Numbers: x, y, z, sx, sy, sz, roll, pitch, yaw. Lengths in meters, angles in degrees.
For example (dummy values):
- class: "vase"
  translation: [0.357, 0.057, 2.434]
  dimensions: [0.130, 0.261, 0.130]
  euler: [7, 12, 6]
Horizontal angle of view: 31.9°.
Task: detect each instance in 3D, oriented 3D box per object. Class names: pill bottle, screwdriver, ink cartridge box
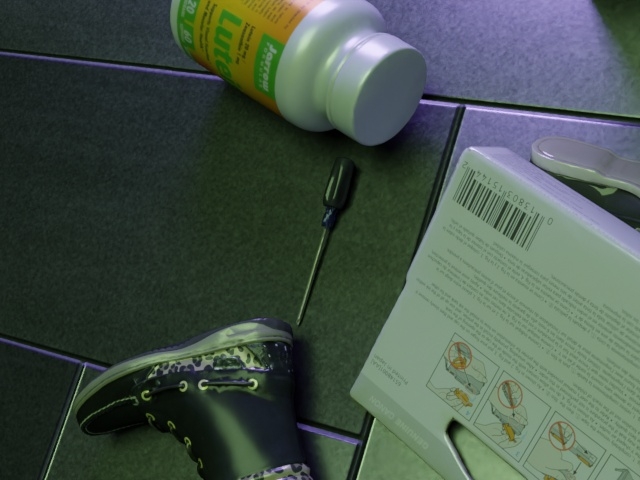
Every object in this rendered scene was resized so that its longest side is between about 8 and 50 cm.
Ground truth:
- class: "pill bottle"
  translation: [-0.021, -0.190, 1.091]
  dimensions: [0.246, 0.136, 0.136]
  euler: [35, 89, 32]
- class: "screwdriver"
  translation: [0.000, 0.000, 1.082]
  dimensions: [0.025, 0.024, 0.169]
  euler: [12, 83, 60]
- class: "ink cartridge box"
  translation: [0.188, 0.104, 0.919]
  dimensions: [0.296, 0.066, 0.261]
  euler: [39, 117, 32]

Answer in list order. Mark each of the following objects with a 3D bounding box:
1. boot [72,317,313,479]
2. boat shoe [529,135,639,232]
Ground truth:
- class: "boot"
  translation: [-0.117, 0.188, 1.029]
  dimensions: [0.236, 0.085, 0.178]
  euler: [-23, 65, 17]
- class: "boat shoe"
  translation: [0.268, -0.025, 0.943]
  dimensions: [0.206, 0.075, 0.065]
  euler: [25, 127, 26]
